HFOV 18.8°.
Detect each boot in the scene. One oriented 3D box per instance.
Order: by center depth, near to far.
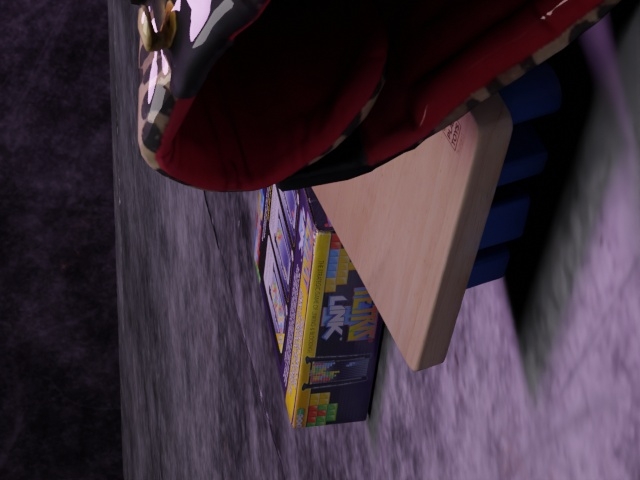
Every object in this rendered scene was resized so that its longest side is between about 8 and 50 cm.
[{"bbox_3d":[-0.069,-0.147,0.692,0.138,0.377,0.284,36,-147,-57],"label":"boot"}]

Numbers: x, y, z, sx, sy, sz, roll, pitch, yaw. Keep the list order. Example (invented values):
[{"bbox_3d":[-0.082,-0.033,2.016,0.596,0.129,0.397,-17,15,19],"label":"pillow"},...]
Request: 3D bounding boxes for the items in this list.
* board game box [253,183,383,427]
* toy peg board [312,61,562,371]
[{"bbox_3d":[0.000,0.000,1.100,0.170,0.048,0.141,97,163,-48],"label":"board game box"},{"bbox_3d":[0.048,-0.063,0.774,0.161,0.079,0.160,100,148,-54],"label":"toy peg board"}]
